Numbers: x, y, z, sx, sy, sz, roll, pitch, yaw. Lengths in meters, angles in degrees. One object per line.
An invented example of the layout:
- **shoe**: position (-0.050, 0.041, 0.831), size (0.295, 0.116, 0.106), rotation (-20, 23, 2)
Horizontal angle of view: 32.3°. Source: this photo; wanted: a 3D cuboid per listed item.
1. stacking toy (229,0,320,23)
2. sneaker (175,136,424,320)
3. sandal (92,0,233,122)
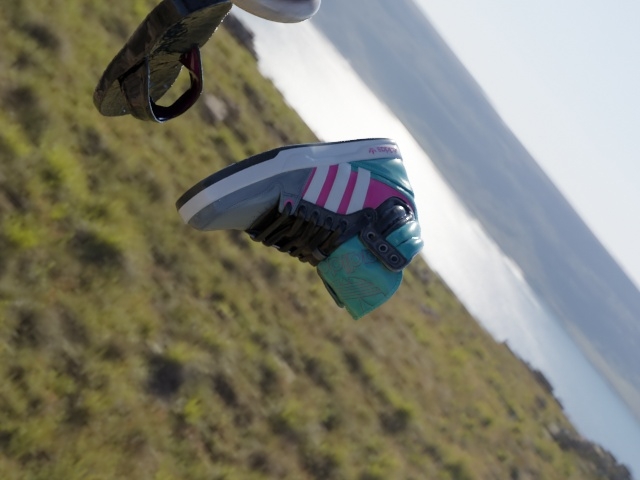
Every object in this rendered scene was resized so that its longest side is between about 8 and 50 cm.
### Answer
- **stacking toy**: position (-0.012, -0.424, 1.288), size (0.141, 0.330, 0.141), rotation (17, 37, -13)
- **sneaker**: position (0.000, 0.000, 1.156), size (0.296, 0.124, 0.178), rotation (-13, 74, -39)
- **sandal**: position (-0.249, -0.260, 1.743), size (0.107, 0.168, 0.446), rotation (61, -25, 1)
